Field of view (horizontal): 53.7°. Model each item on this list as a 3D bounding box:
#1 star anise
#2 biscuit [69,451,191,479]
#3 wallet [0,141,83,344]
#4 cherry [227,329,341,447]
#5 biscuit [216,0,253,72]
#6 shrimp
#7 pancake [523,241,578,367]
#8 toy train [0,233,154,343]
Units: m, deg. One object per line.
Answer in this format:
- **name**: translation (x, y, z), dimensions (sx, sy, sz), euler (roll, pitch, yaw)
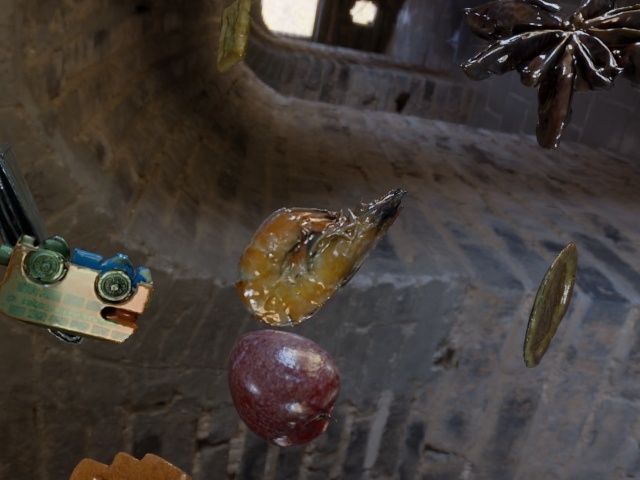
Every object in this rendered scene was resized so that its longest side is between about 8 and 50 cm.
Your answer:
- **star anise**: translation (0.304, -0.231, 0.773), dimensions (0.129, 0.283, 0.212), euler (72, 176, -49)
- **biscuit**: translation (-0.366, 0.502, 1.163), dimensions (0.043, 0.306, 0.283), euler (54, -167, -42)
- **wallet**: translation (-0.435, -0.002, 0.952), dimensions (0.251, 0.054, 0.290), euler (21, 131, 64)
- **cherry**: translation (-0.081, 0.300, 1.319), dimensions (0.300, 0.203, 0.230), euler (37, 137, 29)
- **biscuit**: translation (-0.104, -0.249, 0.759), dimensions (0.081, 0.018, 0.083), euler (4, 87, 62)
- **shrimp**: translation (0.000, 0.000, 0.983), dimensions (0.317, 0.164, 0.062), euler (-42, 20, -12)
- **pancake**: translation (0.197, 0.056, 0.542), dimensions (0.115, 0.011, 0.114), euler (-30, -51, -46)
- **toy train**: translation (-0.300, 0.057, 0.772), dimensions (0.099, 0.188, 0.072), euler (-67, 22, 12)
